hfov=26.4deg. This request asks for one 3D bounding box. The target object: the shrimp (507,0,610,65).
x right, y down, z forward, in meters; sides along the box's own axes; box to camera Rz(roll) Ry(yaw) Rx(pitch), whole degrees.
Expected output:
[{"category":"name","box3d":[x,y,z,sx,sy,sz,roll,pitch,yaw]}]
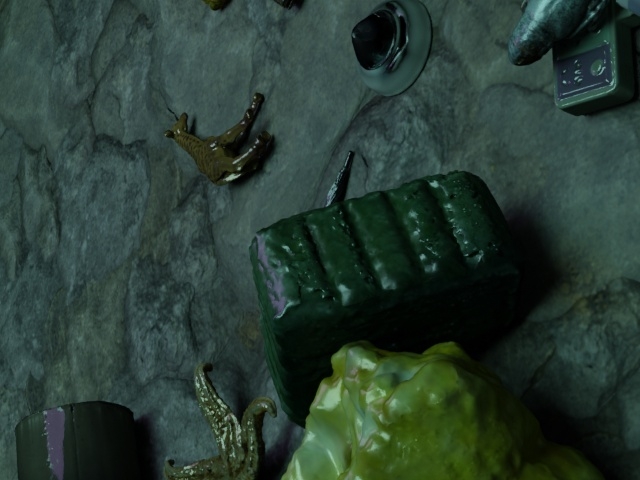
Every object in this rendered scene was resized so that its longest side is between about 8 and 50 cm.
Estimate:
[{"category":"shrimp","box3d":[0.288,-0.284,1.512,0.090,0.079,0.233,42,112,6]}]

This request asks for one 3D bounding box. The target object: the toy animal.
[{"category":"toy animal","box3d":[-0.168,-0.153,2.181,0.275,0.054,0.149,-11,70,52]}]

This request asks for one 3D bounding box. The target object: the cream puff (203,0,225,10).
[{"category":"cream puff","box3d":[-0.180,-0.428,2.271,0.058,0.083,0.083,-35,21,-16]}]

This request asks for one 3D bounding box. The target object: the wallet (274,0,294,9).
[{"category":"wallet","box3d":[-0.080,-0.452,2.152,0.230,0.042,0.124,41,110,48]}]

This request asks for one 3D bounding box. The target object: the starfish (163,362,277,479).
[{"category":"starfish","box3d":[-0.145,0.351,1.974,0.375,0.094,0.327,-62,29,30]}]

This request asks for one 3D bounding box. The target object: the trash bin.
[{"category":"trash bin","box3d":[-0.378,0.424,2.175,0.252,0.203,0.301,92,169,-60]}]

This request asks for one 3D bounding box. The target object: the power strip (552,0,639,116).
[{"category":"power strip","box3d":[0.334,-0.259,1.553,0.145,0.061,0.216,-14,70,43]}]

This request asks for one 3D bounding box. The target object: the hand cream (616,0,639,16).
[{"category":"hand cream","box3d":[0.418,-0.218,1.405,0.255,0.048,0.079,37,114,37]}]

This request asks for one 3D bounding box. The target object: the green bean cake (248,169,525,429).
[{"category":"green bean cake","box3d":[0.077,0.077,1.641,0.308,0.300,0.169,85,168,-54]}]

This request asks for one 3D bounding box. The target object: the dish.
[{"category":"dish","box3d":[0.078,-0.274,1.867,0.141,0.078,0.141,-18,67,49]}]

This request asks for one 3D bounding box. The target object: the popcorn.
[{"category":"popcorn","box3d":[0.120,0.259,1.485,0.334,0.292,0.294,-24,59,56]}]

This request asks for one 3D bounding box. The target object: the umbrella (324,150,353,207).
[{"category":"umbrella","box3d":[0.005,0.002,1.934,0.044,0.044,0.269,-158,91,-79]}]
